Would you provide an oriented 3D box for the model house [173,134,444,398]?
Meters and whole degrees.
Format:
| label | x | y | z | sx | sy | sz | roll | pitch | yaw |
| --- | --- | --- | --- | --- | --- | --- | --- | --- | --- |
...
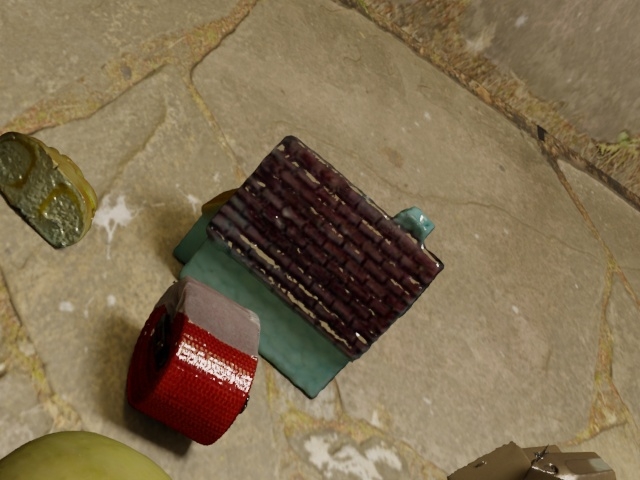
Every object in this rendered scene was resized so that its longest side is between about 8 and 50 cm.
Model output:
| label | x | y | z | sx | sy | sz | roll | pitch | yaw |
| --- | --- | --- | --- | --- | --- | --- | --- | --- | --- |
| model house | 0.000 | 0.000 | 2.221 | 0.280 | 0.249 | 0.230 | 41 | 24 | 4 |

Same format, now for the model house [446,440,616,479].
| label | x | y | z | sx | sy | sz | roll | pitch | yaw |
| --- | --- | --- | --- | --- | --- | --- | --- | --- | --- |
| model house | 0.214 | 0.328 | 2.100 | 0.248 | 0.176 | 0.181 | -4 | 43 | -33 |

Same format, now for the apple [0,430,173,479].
| label | x | y | z | sx | sy | sz | roll | pitch | yaw |
| --- | --- | --- | --- | --- | --- | --- | --- | --- | --- |
| apple | -0.215 | 0.295 | 1.384 | 0.254 | 0.292 | 0.292 | 56 | 26 | 2 |

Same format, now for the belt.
| label | x | y | z | sx | sy | sz | roll | pitch | yaw |
| --- | --- | --- | --- | --- | --- | --- | --- | --- | --- |
| belt | -0.132 | 0.136 | 1.953 | 0.124 | 0.128 | 0.201 | 31 | 24 | -18 |

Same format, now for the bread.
| label | x | y | z | sx | sy | sz | roll | pitch | yaw |
| --- | --- | --- | --- | --- | --- | --- | --- | --- | --- |
| bread | -0.316 | -0.061 | 2.104 | 0.157 | 0.083 | 0.094 | 52 | 15 | 28 |
